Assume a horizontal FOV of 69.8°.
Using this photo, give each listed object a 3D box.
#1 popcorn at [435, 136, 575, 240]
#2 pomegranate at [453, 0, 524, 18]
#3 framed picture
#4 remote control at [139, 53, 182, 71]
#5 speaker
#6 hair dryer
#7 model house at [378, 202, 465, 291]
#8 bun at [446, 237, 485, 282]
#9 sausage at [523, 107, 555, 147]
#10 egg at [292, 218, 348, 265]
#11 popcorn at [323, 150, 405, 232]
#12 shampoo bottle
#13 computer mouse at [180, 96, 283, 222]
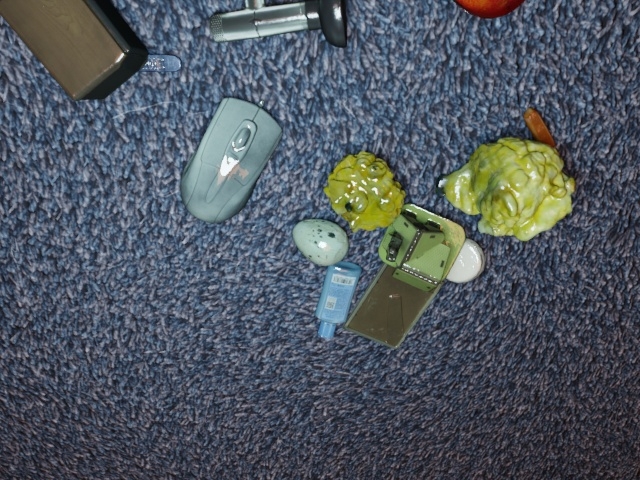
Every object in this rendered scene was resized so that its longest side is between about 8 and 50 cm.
[{"bbox_3d":[0.503,-0.129,1.206,0.237,0.293,0.292,7,115,-27],"label":"popcorn"},{"bbox_3d":[0.367,-0.605,1.003,0.235,0.210,0.210,41,109,14],"label":"pomegranate"},{"bbox_3d":[0.230,0.206,1.463,0.213,0.016,0.289,24,111,-15],"label":"framed picture"},{"bbox_3d":[-0.415,-0.432,1.119,0.153,0.027,0.043,1,121,-3],"label":"remote control"},{"bbox_3d":[-0.536,-0.451,1.018,0.193,0.153,0.230,-34,105,10],"label":"speaker"},{"bbox_3d":[-0.095,-0.580,1.010,0.321,0.155,0.283,4,125,3],"label":"hair dryer"},{"bbox_3d":[0.264,0.046,1.222,0.219,0.278,0.204,23,111,6],"label":"model house"},{"bbox_3d":[0.421,0.056,1.369,0.138,0.094,0.138,3,96,27],"label":"bun"},{"bbox_3d":[0.591,-0.302,1.243,0.041,0.039,0.131,-33,112,19],"label":"sausage"},{"bbox_3d":[0.000,0.000,1.290,0.164,0.131,0.131,27,110,-12],"label":"egg"},{"bbox_3d":[0.113,-0.122,1.213,0.189,0.169,0.218,-33,97,13],"label":"popcorn"},{"bbox_3d":[0.045,0.188,1.416,0.104,0.061,0.258,11,113,-10],"label":"shampoo bottle"},{"bbox_3d":[-0.240,-0.197,1.193,0.188,0.122,0.370,28,107,-16],"label":"computer mouse"}]
